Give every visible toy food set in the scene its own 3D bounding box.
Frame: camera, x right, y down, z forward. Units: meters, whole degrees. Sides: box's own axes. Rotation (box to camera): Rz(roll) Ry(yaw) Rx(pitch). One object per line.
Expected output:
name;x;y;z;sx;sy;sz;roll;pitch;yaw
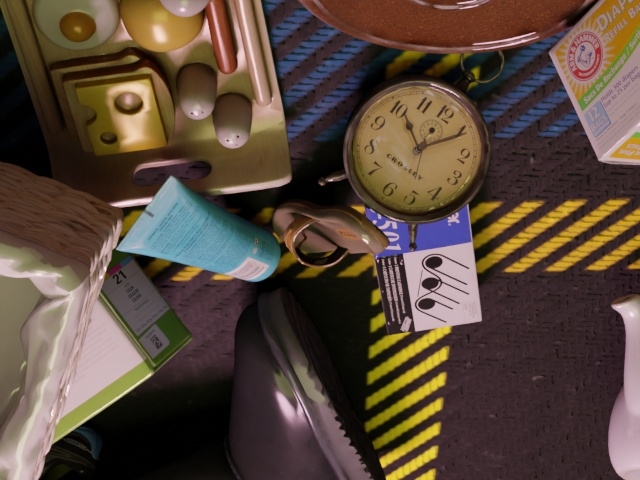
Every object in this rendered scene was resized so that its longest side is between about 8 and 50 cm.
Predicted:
toy food set;-0.153;-0.150;1.453;0.219;0.092;0.306;-8;135;3

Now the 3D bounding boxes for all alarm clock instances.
alarm clock;0.097;-0.098;1.528;0.129;0.064;0.192;37;102;-6

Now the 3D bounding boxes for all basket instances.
basket;-0.370;0.087;1.439;0.331;0.266;0.328;19;104;-3

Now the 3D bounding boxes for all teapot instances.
teapot;0.423;0.164;1.761;0.252;0.187;0.256;6;164;15

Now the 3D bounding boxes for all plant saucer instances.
plant saucer;0.102;-0.219;1.349;0.310;0.050;0.310;3;160;1

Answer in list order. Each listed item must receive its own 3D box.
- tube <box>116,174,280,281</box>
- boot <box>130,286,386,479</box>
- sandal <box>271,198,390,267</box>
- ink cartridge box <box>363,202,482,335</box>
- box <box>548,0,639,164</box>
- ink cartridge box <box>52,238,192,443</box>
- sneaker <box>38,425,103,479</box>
tube;-0.106;-0.004;1.567;0.080;0.052;0.207;-57;153;5
boot;-0.176;0.259;1.776;0.445;0.146;0.367;-21;134;4
sandal;0.000;0.000;1.587;0.072;0.049;0.180;38;166;-24
ink cartridge box;0.097;0.002;1.658;0.097;0.046;0.207;-9;134;2
box;0.289;-0.158;1.329;0.103;0.114;0.203;1;146;-37
ink cartridge box;-0.278;0.053;1.657;0.189;0.097;0.255;-35;94;27
sneaker;-0.316;0.263;1.862;0.188;0.078;0.067;-28;130;22
